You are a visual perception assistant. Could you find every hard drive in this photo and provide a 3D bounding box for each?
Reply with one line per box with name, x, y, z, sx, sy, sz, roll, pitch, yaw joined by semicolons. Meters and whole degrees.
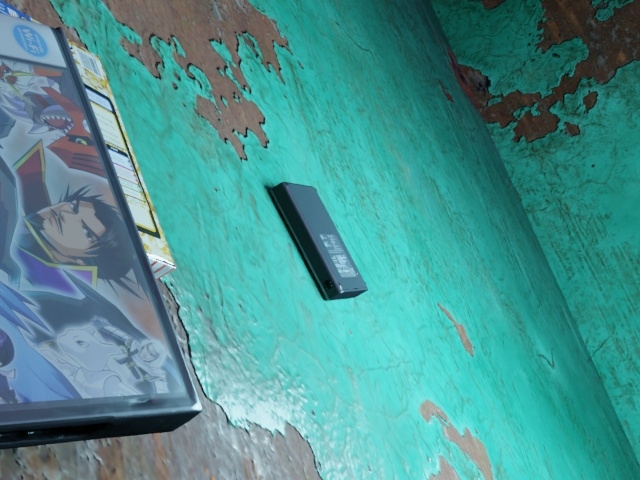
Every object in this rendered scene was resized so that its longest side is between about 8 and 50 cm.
hard drive;0.000;0.000;1.162;0.135;0.022;0.094;63;18;11

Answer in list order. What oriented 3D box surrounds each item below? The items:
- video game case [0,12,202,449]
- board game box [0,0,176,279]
video game case;-0.199;-0.023;0.553;0.248;0.035;0.275;7;53;-53
board game box;-0.184;-0.067;0.733;0.147;0.045;0.193;26;37;-60
